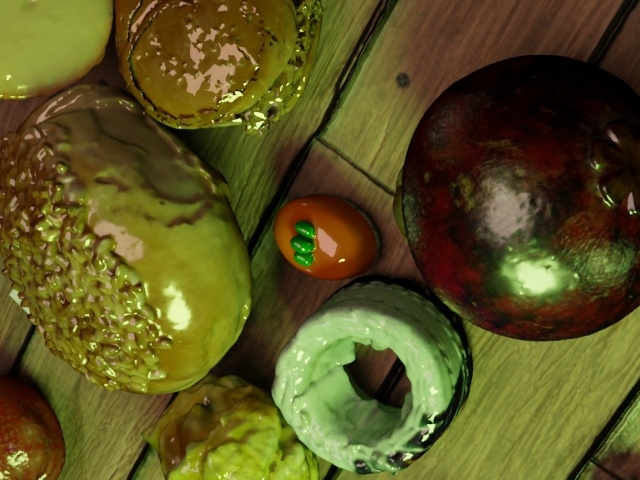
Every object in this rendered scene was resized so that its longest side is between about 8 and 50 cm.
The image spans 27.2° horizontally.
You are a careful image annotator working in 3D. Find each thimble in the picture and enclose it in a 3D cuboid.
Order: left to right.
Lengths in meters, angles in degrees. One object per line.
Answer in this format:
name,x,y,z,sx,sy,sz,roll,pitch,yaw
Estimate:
thimble,0.060,0.163,1.608,0.237,0.150,0.237,7,107,23

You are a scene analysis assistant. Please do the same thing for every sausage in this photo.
sausage,-0.403,-0.295,1.651,0.287,0.233,0.233,-161,67,-63

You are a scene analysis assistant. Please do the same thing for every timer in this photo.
timer,0.000,0.000,1.628,0.136,0.136,0.099,22,115,23

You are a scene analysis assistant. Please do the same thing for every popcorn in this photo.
popcorn,-0.121,0.295,1.682,0.225,0.249,0.249,-26,87,-12

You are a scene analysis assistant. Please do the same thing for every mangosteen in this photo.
mangosteen,0.219,-0.036,1.425,0.359,0.306,0.306,-28,86,61

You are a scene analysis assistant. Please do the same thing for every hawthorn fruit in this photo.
hawthorn fruit,-0.493,0.281,1.907,0.253,0.205,0.205,46,117,20

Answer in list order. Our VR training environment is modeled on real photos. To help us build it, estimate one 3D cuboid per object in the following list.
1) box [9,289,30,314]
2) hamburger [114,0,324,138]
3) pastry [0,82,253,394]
box,-0.367,0.096,1.886,0.154,0.040,0.084,42,113,14
hamburger,-0.111,-0.244,1.593,0.245,0.211,0.261,-27,84,20
pastry,-0.260,0.009,1.637,0.409,0.245,0.410,41,148,34
